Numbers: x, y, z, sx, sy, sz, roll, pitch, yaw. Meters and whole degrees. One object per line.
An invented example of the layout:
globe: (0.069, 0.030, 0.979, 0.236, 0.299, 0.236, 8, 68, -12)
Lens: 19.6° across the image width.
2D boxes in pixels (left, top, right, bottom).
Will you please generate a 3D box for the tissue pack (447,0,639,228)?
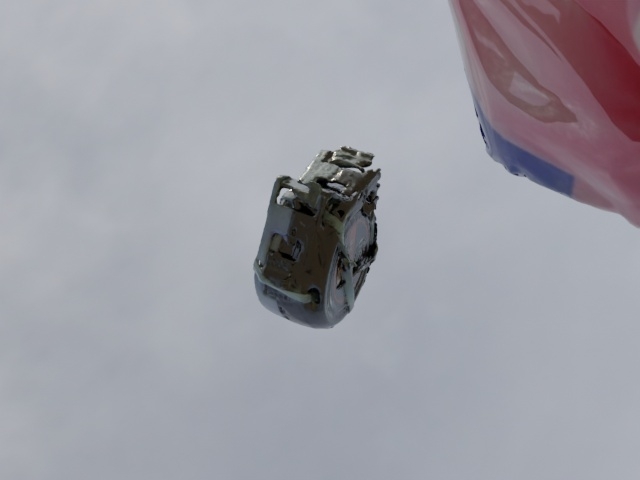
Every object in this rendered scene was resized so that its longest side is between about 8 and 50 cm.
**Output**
tissue pack: (0.110, -0.155, 0.442, 0.137, 0.270, 0.209, 17, -121, 24)

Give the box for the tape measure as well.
tape measure: (-0.001, 0.002, 1.051, 0.091, 0.054, 0.094, -35, -42, -59)
